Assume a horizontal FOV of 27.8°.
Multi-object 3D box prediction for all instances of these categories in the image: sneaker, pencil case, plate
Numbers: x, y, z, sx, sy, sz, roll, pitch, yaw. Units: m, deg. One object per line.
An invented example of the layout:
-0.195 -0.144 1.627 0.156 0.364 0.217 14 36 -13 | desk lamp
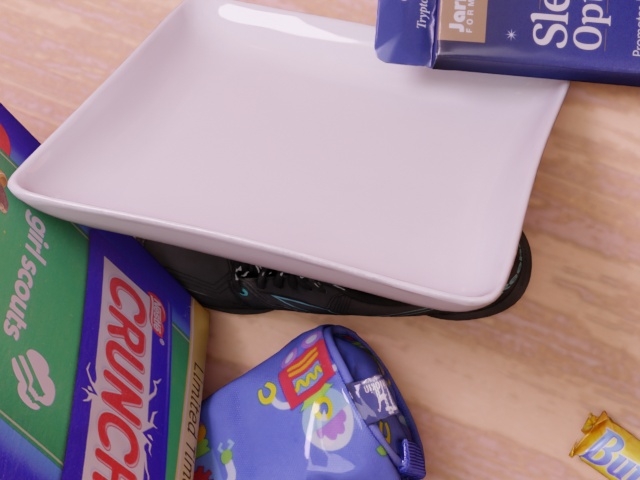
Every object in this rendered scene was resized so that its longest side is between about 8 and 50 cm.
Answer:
0.000 0.000 0.836 0.267 0.106 0.101 1 88 13 | sneaker
-0.068 0.181 0.826 0.306 0.119 0.133 -37 55 8 | pencil case
-0.003 -0.058 0.789 0.277 0.278 0.045 12 127 12 | plate

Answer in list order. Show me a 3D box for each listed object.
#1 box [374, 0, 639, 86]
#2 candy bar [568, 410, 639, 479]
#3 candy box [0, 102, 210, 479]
0.151 -0.171 0.826 0.225 0.036 0.136 4 82 1 | box
0.230 0.168 0.820 0.161 0.018 0.040 37 93 11 | candy bar
-0.202 0.058 0.700 0.122 0.268 0.317 -26 126 19 | candy box
